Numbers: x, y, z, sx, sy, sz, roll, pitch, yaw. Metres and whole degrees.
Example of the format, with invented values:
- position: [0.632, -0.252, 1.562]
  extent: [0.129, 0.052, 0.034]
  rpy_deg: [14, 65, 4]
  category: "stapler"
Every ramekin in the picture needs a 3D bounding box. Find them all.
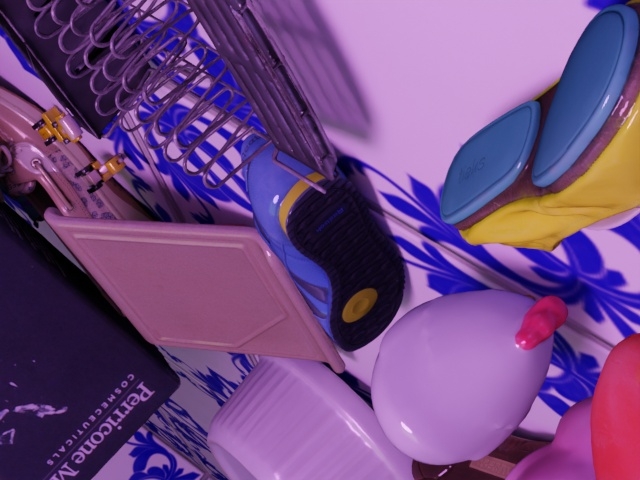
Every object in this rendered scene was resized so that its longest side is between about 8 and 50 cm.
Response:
- position: [-0.005, 0.246, 1.294]
  extent: [0.273, 0.127, 0.273]
  rpy_deg: [44, 162, 18]
  category: "ramekin"

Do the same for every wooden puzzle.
- position: [-0.108, 0.041, 1.122]
  extent: [0.238, 0.044, 0.221]
  rpy_deg: [8, 149, 25]
  category: "wooden puzzle"

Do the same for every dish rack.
- position: [-0.109, -0.118, 0.724]
  extent: [0.271, 0.074, 0.208]
  rpy_deg: [32, 163, 42]
  category: "dish rack"

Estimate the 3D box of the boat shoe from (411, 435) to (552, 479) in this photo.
- position: [0.184, 0.206, 0.961]
  extent: [0.095, 0.095, 0.257]
  rpy_deg: [34, 175, -32]
  category: "boat shoe"

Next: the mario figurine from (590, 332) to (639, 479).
- position: [0.273, 0.122, 0.557]
  extent: [0.320, 0.170, 0.198]
  rpy_deg: [30, 127, -6]
  category: "mario figurine"

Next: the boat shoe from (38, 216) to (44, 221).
- position: [-0.345, -0.076, 1.399]
  extent: [0.049, 0.040, 0.142]
  rpy_deg: [21, 155, 46]
  category: "boat shoe"

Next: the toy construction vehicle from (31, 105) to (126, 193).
- position: [-0.220, -0.089, 1.133]
  extent: [0.086, 0.035, 0.098]
  rpy_deg: [54, 158, -10]
  category: "toy construction vehicle"

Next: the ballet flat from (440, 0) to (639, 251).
- position: [0.116, -0.037, 0.513]
  extent: [0.077, 0.077, 0.231]
  rpy_deg: [19, 167, -6]
  category: "ballet flat"

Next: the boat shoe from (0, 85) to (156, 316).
- position: [-0.263, -0.046, 1.222]
  extent: [0.285, 0.089, 0.104]
  rpy_deg: [43, 163, -12]
  category: "boat shoe"

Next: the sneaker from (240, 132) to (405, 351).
- position: [0.000, 0.000, 0.848]
  extent: [0.082, 0.069, 0.209]
  rpy_deg: [43, 168, 36]
  category: "sneaker"

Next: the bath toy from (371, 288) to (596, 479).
- position: [0.186, 0.153, 0.740]
  extent: [0.348, 0.151, 0.129]
  rpy_deg: [44, 124, -7]
  category: "bath toy"

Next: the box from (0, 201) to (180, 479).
- position: [-0.496, 0.130, 1.241]
  extent: [0.472, 0.480, 0.297]
  rpy_deg: [47, 174, -35]
  category: "box"

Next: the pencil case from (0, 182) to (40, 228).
- position: [-0.339, -0.087, 1.318]
  extent: [0.151, 0.064, 0.070]
  rpy_deg: [44, 172, -12]
  category: "pencil case"
